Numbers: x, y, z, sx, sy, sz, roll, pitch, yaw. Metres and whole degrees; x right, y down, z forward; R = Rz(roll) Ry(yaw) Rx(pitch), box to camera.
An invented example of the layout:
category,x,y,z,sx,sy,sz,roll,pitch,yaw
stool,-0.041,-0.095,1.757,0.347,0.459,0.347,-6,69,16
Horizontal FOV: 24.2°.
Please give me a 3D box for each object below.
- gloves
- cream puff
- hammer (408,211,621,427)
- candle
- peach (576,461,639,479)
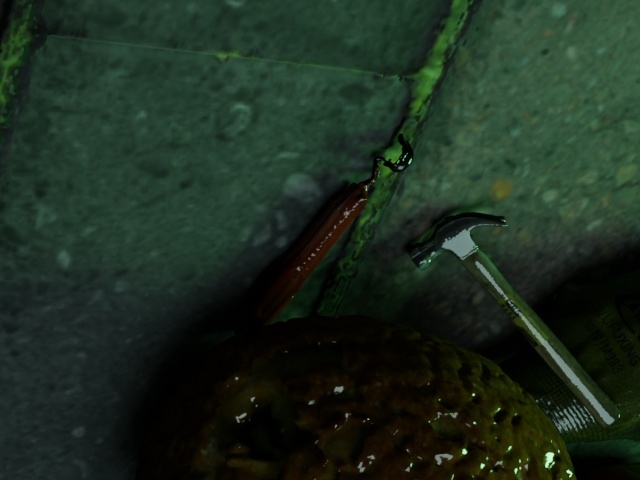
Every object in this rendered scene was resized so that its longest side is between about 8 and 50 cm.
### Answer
category,x,y,z,sx,sy,sz,roll,pitch,yaw
gloves,0.220,0.081,1.038,0.268,0.135,0.107,-27,178,1
cream puff,0.028,0.199,0.944,0.303,0.212,0.303,-1,134,-1
hammer,0.138,0.052,0.974,0.062,0.017,0.182,-40,104,12
candle,0.000,0.000,0.917,0.026,0.021,0.167,21,119,-39
peach,0.256,0.274,1.170,0.197,0.197,0.197,-14,135,-14
